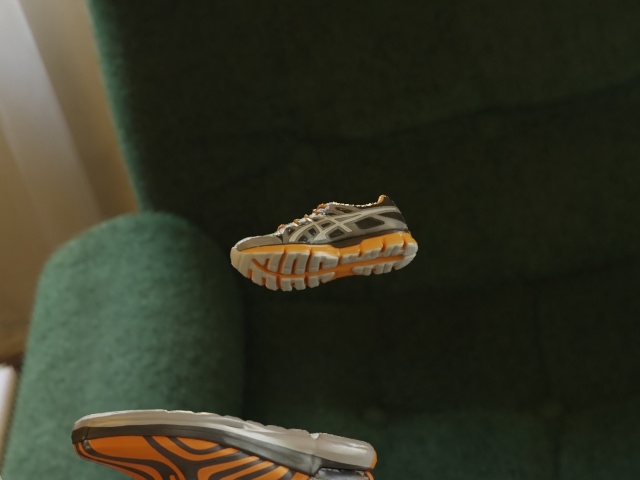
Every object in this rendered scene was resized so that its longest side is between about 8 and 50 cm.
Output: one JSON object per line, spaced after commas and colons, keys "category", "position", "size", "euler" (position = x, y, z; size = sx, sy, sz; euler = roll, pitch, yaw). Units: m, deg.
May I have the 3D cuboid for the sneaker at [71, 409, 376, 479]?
{"category": "sneaker", "position": [-0.097, 0.270, 1.639], "size": [0.321, 0.180, 0.124], "euler": [11, -13, -15]}

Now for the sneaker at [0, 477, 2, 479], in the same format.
{"category": "sneaker", "position": [-0.241, 0.295, 1.091], "size": [0.130, 0.147, 0.330], "euler": [-11, 68, 3]}

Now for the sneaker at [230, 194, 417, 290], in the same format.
{"category": "sneaker", "position": [0.000, 0.000, 1.889], "size": [0.215, 0.084, 0.083], "euler": [-6, 61, -15]}
